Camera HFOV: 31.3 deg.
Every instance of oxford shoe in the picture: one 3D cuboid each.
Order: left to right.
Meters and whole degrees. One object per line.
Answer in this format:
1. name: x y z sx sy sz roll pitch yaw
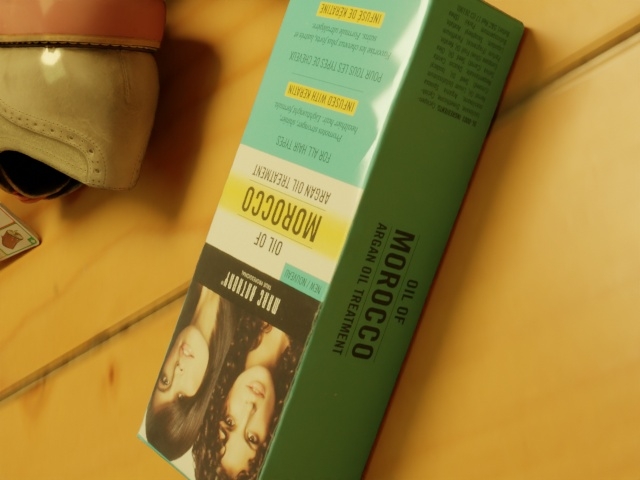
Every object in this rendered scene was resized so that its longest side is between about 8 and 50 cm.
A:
1. oxford shoe: -0.219 -0.090 0.768 0.348 0.123 0.130 7 98 56

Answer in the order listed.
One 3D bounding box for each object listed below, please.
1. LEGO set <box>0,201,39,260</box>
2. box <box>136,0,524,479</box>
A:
1. LEGO set: -0.335 -0.035 0.839 0.244 0.182 0.060 -21 35 36
2. box: 0.000 0.000 0.526 0.100 0.060 0.244 24 95 50
